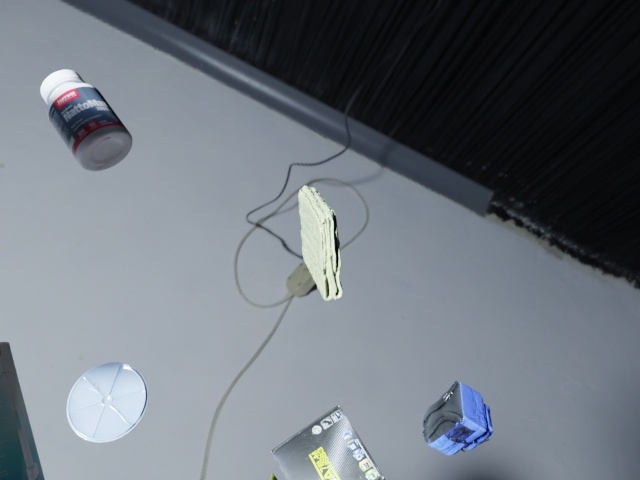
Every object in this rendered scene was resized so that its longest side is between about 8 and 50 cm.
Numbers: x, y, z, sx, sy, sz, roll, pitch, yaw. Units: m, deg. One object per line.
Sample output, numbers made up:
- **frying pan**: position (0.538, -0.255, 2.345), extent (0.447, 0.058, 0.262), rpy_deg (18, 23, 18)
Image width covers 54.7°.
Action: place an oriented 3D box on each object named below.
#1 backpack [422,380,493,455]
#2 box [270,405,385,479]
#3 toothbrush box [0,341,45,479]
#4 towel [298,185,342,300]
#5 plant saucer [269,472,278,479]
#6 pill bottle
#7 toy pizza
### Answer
- **backpack**: position (0.254, 0.346, 1.154), extent (0.101, 0.120, 0.098), rpy_deg (35, 32, -11)
- **box**: position (0.015, 0.488, 1.339), extent (0.184, 0.045, 0.190), rpy_deg (-31, 57, -6)
- **toothbrush box**: position (-0.550, 0.312, 0.950), extent (0.126, 0.216, 0.295), rpy_deg (-18, 82, -3)
- **towel**: position (0.000, 0.000, 0.745), extent (0.027, 0.148, 0.110), rpy_deg (-7, 110, -12)
- **plant saucer**: position (-0.148, 0.774, 1.699), extent (0.045, 0.188, 0.188), rpy_deg (14, 101, 4)
- **pill bottle**: position (-0.439, -0.226, 1.145), extent (0.108, 0.108, 0.180), rpy_deg (-28, 69, -32)
- **toy pizza**: position (-0.530, 0.404, 1.550), extent (0.201, 0.032, 0.201), rpy_deg (0, 60, 1)
